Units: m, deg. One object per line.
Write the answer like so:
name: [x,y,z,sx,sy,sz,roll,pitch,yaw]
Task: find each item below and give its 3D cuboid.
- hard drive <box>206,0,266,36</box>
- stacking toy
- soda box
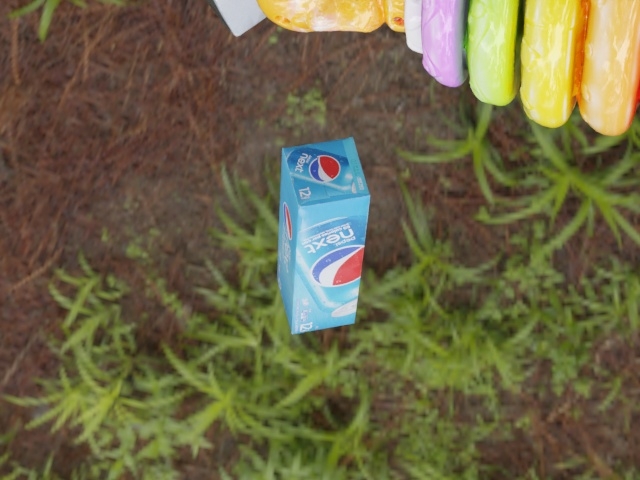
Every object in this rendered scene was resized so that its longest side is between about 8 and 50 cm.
hard drive: [-0.004,-0.266,0.850,0.254,0.172,0.054,-40,146,5]
stacking toy: [0.108,-0.132,0.751,0.301,0.166,0.175,7,161,13]
soda box: [0.000,0.000,1.249,0.067,0.071,0.210,-10,145,-9]
